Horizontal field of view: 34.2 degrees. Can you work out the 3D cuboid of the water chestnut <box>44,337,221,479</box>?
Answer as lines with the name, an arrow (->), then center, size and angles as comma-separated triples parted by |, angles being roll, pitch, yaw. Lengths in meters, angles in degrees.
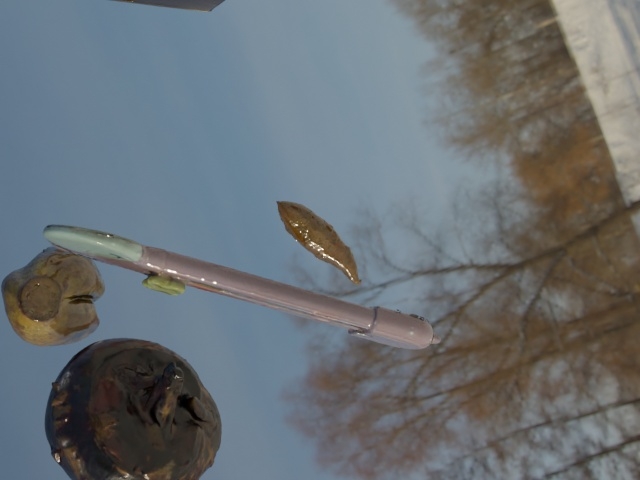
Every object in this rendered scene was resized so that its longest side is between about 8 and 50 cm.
water chestnut -> -0.291, 0.288, 1.681 | 0.300, 0.300, 0.300 | 54, -155, -38

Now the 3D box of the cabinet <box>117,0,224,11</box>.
cabinet -> -0.248, -0.461, 1.626 | 0.175, 0.215, 0.148 | 174, 96, -66

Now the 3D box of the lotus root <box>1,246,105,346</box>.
lotus root -> -0.492, 0.103, 1.950 | 0.291, 0.193, 0.193 | 49, -158, -84

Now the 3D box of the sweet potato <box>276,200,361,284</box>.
sweet potato -> 0.000, 0.000, 1.729 | 0.206, 0.068, 0.060 | 44, -120, -14

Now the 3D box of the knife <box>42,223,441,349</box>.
knife -> -0.066, 0.051, 0.981 | 0.132, 0.398, 0.038 | 169, 115, -71
